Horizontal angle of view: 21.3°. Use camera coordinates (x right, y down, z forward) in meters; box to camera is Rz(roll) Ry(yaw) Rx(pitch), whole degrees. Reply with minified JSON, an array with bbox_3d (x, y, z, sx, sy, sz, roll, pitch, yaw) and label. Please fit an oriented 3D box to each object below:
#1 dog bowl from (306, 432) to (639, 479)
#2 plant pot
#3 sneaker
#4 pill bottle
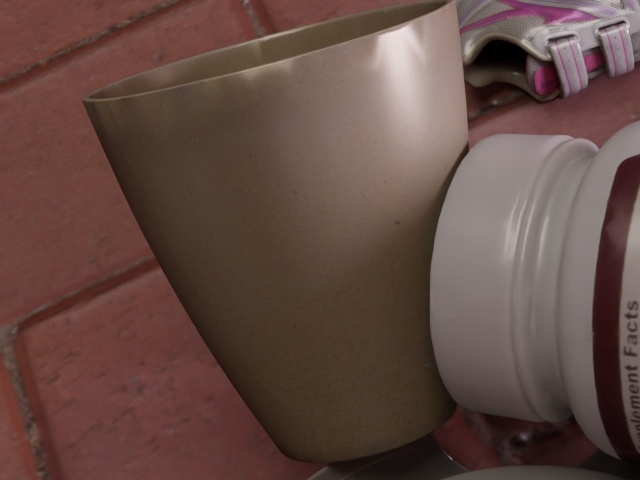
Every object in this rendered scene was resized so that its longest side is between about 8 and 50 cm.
[{"bbox_3d":[0.135,0.238,1.046,0.348,0.102,0.349,-3,27,2],"label":"dog bowl"},{"bbox_3d":[0.000,0.000,1.154,0.256,0.274,0.256,-15,11,3],"label":"plant pot"},{"bbox_3d":[0.222,-0.170,1.452,0.252,0.103,0.111,0,55,27],"label":"sneaker"},{"bbox_3d":[0.281,0.039,1.049,0.392,0.224,0.224,6,53,28],"label":"pill bottle"}]
